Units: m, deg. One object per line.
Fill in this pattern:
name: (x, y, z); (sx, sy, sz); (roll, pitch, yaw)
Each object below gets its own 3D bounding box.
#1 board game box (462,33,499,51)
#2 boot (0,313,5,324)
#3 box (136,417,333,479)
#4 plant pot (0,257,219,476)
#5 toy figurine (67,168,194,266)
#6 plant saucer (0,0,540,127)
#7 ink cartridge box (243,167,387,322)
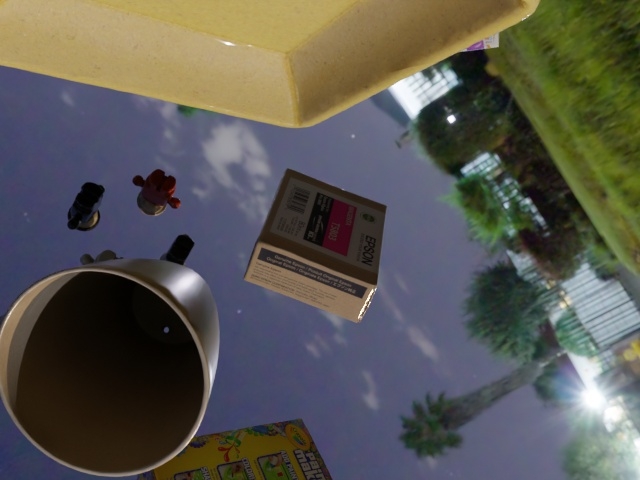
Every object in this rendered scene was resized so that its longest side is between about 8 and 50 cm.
board game box: (0.283, -0.486, 1.378); (0.275, 0.144, 0.142); (-66, -31, -55)
boot: (-0.527, 0.177, 1.229); (0.246, 0.161, 0.083); (-115, 5, -74)
box: (-0.158, 0.472, 1.146); (0.279, 0.290, 0.177); (-2, -141, -30)
plant pot: (-0.237, 0.124, 0.920); (0.256, 0.256, 0.274); (54, -167, -7)
toy figurine: (-0.355, -0.014, 1.296); (0.213, 0.148, 0.209); (-17, -99, -28)
plant saucer: (-0.076, -0.186, 0.499); (0.333, 0.333, 0.081); (8, -100, -29)
ink cartridge box: (0.000, 0.000, 1.118); (0.193, 0.088, 0.234); (20, -146, -4)
